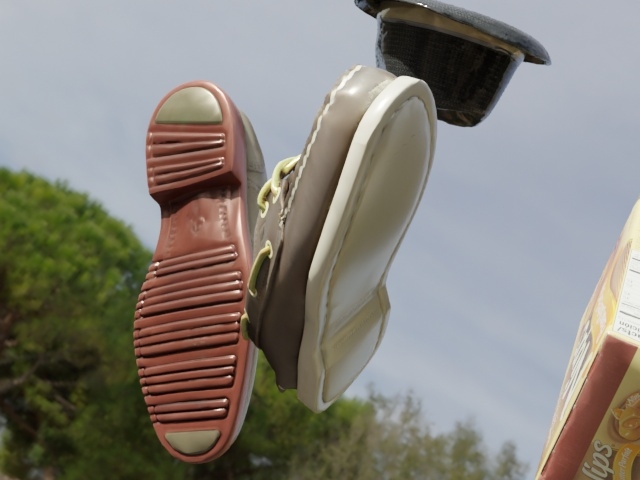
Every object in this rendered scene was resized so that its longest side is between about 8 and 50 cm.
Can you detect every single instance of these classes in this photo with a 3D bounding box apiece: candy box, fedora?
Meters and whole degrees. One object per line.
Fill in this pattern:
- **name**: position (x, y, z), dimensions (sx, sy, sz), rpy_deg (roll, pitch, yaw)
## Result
- **candy box**: position (0.297, 0.099, 1.007), dimensions (0.088, 0.316, 0.183), rpy_deg (22, -59, 11)
- **fedora**: position (0.181, -0.269, 1.618), dimensions (0.334, 0.152, 0.334), rpy_deg (19, 4, -2)

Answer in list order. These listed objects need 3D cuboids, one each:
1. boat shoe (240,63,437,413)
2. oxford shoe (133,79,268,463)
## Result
- **boat shoe**: position (0.000, 0.000, 0.723), dimensions (0.097, 0.116, 0.324), rpy_deg (37, -32, 20)
- **oxford shoe**: position (-0.087, 0.031, 0.976), dimensions (0.123, 0.348, 0.130), rpy_deg (-5, -16, 24)
